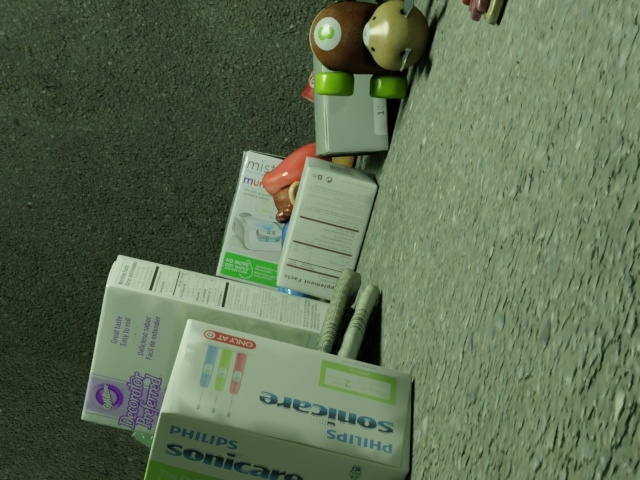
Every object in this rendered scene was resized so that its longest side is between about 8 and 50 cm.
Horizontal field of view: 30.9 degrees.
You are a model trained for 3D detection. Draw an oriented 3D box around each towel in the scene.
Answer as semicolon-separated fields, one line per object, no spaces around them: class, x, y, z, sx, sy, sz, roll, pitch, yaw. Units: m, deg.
towel;-0.010;0.222;1.303;0.324;0.056;0.312;-70;-3;-65

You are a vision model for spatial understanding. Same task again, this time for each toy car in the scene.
toy car;0.076;-0.260;1.464;0.188;0.149;0.155;-158;69;-74

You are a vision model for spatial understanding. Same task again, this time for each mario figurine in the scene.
mario figurine;0.000;0.000;1.888;0.198;0.170;0.320;0;86;48

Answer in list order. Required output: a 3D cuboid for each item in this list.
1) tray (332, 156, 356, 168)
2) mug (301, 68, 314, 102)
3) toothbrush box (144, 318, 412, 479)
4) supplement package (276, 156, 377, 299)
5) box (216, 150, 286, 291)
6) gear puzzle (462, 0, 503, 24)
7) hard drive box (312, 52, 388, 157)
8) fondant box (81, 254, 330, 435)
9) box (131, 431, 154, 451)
tray;-0.007;-0.068;2.225;0.411;0.076;0.202;168;116;-84
mug;0.058;-0.338;2.246;0.113;0.150;0.169;-4;-62;-56
toothbrush box;-0.055;0.231;1.038;0.122;0.206;0.283;-81;6;-52
supplement package;0.007;-0.017;1.666;0.105;0.105;0.179;-99;24;-76
box;-0.108;-0.042;2.123;0.262;0.127;0.231;-148;72;-85
gear puzzle;0.159;-0.329;1.145;0.339;0.044;0.175;-87;12;-69
hard drive box;0.040;-0.215;1.705;0.232;0.089;0.181;-134;42;-85
fondant box;-0.156;0.176;1.654;0.096;0.330;0.238;-84;9;-62
box;-0.152;0.258;1.852;0.142;0.163;0.247;24;82;48
